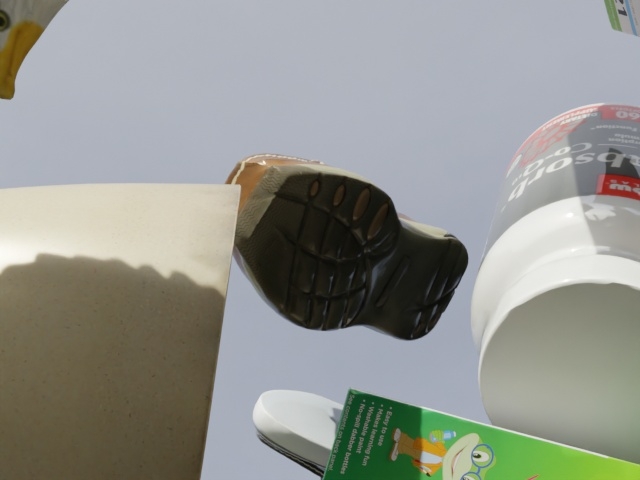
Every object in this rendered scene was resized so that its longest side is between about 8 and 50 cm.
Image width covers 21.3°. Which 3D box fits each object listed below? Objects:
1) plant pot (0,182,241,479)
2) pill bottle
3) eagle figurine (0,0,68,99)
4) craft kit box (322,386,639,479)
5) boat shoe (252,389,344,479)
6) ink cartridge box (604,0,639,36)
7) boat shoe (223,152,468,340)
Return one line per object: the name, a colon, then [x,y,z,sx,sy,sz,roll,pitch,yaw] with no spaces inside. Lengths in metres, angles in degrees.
plant pot: [-0.198,0.073,0.964,0.274,0.256,0.256,9,-58,-4]
pill bottle: [0.235,0.036,1.401,0.210,0.363,0.210,4,-67,10]
eagle figurine: [-0.131,-0.173,0.723,0.298,0.225,0.226,18,-34,7]
craft kit box: [0.104,0.254,1.194,0.246,0.061,0.250,14,-102,12]
boat shoe: [0.037,0.193,1.388,0.228,0.080,0.076,21,-68,-24]
ink cartridge box: [0.333,-0.249,1.385,0.097,0.255,0.189,-32,-59,-18]
boat shoe: [0.000,0.000,1.332,0.122,0.120,0.324,-57,-29,2]
